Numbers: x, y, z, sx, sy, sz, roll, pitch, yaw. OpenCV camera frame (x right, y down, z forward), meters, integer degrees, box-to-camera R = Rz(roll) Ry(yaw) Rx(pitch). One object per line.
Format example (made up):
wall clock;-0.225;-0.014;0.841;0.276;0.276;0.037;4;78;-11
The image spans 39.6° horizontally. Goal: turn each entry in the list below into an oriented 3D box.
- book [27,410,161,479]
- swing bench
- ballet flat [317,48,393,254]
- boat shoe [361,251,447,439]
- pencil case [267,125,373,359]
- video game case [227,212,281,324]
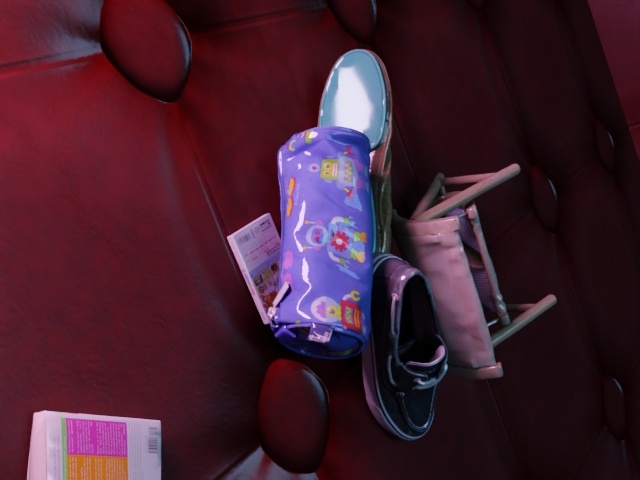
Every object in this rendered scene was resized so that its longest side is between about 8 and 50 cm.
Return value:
book;-0.215;0.220;0.869;0.144;0.035;0.096;21;60;-49
swing bench;0.224;0.045;1.386;0.254;0.165;0.253;-36;114;-48
ballet flat;0.063;-0.103;1.300;0.124;0.116;0.343;37;48;-66
boat shoe;0.126;0.160;1.220;0.108;0.102;0.301;-26;119;-32
pencil case;0.000;0.000;1.139;0.133;0.119;0.306;13;64;-24
video game case;-0.069;0.035;1.144;0.087;0.011;0.122;-36;106;-53
